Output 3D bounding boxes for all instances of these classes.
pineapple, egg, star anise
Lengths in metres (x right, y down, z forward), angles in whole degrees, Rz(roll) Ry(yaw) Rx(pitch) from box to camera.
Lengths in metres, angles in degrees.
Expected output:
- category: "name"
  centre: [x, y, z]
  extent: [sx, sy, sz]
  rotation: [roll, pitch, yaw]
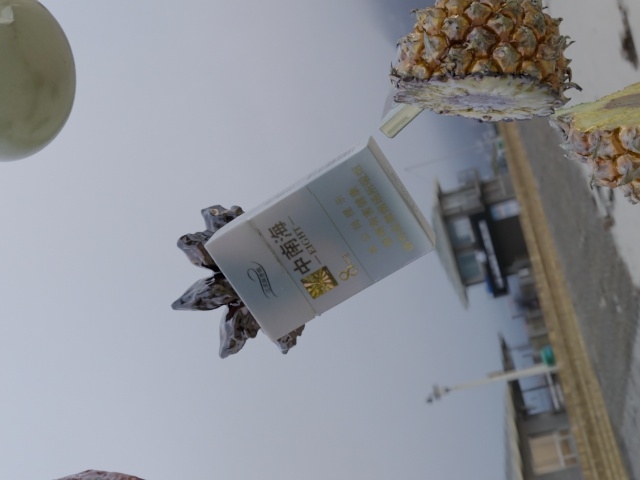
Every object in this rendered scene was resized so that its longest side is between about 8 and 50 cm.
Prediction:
- category: "pineapple"
  centre: [0.538, -0.147, 1.654]
  extent: [0.344, 0.286, 0.209]
  rotation: [-30, -74, -38]
- category: "pineapple"
  centre: [0.155, -0.196, 0.917]
  extent: [0.161, 0.176, 0.137]
  rotation: [50, -136, -81]
- category: "egg"
  centre: [-0.449, -0.234, 1.337]
  extent: [0.269, 0.219, 0.219]
  rotation: [64, -176, 36]
- category: "star anise"
  centre: [-0.091, 0.050, 1.371]
  extent: [0.109, 0.236, 0.223]
  rotation: [-23, 71, 59]

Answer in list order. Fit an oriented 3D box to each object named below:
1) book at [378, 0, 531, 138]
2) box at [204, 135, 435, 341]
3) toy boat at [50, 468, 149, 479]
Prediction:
- category: "book"
  centre: [0.171, -0.254, 1.113]
  extent: [0.027, 0.264, 0.202]
  rotation: [37, -142, -16]
- category: "box"
  centre: [0.000, 0.000, 1.189]
  extent: [0.155, 0.243, 0.067]
  rotation: [55, -164, -9]
- category: "toy boat"
  centre: [-0.167, 0.292, 0.953]
  extent: [0.141, 0.318, 0.099]
  rotation: [104, -173, -57]
